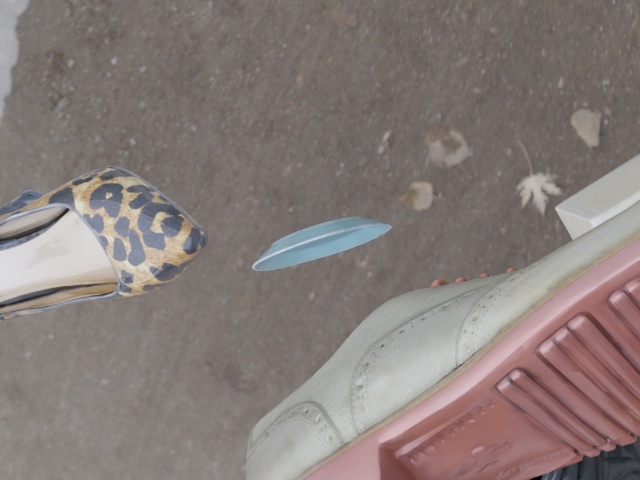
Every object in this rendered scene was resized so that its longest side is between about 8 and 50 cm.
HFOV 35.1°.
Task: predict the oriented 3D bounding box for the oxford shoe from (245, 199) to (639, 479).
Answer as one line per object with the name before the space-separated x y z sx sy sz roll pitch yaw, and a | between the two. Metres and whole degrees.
oxford shoe | 0.105 0.053 0.578 0.397 0.146 0.140 -35 129 10

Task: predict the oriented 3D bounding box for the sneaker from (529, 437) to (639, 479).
sneaker | 0.209 0.166 0.902 0.146 0.296 0.105 25 110 -13

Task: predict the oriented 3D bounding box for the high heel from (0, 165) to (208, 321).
high heel | -0.203 0.030 0.663 0.261 0.186 0.093 3 122 46

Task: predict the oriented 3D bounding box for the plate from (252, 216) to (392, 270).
plate | 0.000 0.000 1.302 0.188 0.188 0.024 -21 82 29

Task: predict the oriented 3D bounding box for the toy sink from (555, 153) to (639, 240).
toy sink | 0.375 -0.023 0.965 0.234 0.131 0.153 -31 98 1
